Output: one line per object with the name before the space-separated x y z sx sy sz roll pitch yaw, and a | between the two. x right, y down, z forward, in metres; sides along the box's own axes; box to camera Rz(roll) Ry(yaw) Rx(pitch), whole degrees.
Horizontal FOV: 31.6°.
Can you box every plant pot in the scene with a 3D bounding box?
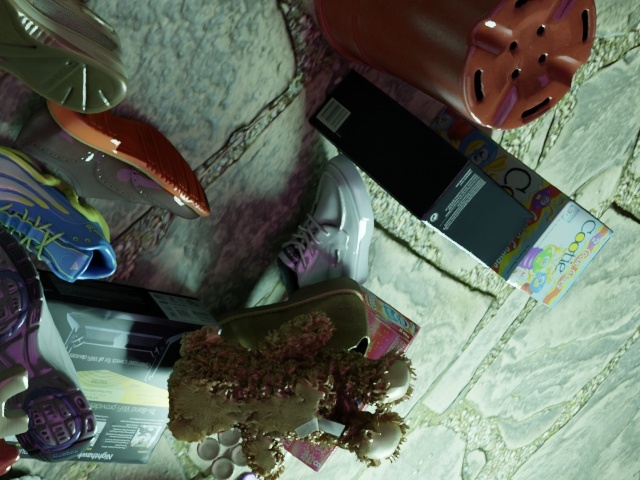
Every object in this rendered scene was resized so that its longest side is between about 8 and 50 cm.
plant pot | 0.175 -0.281 1.387 0.272 0.265 0.272 -21 134 -24

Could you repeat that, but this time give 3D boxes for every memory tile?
memory tile | -0.147 0.277 1.693 0.113 0.012 0.148 -35 96 -2

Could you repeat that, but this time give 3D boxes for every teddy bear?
teddy bear | -0.036 0.208 1.532 0.338 0.113 0.245 -8 114 2

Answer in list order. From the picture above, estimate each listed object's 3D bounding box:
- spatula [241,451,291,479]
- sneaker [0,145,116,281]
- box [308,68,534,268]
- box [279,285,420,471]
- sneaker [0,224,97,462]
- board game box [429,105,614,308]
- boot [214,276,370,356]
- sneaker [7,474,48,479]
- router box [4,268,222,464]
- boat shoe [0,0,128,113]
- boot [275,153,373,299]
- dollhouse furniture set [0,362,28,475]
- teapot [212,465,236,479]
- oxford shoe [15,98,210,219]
spatula | -0.060 0.356 1.887 0.084 0.030 0.296 26 104 -48
sneaker | -0.318 -0.025 1.300 0.091 0.126 0.240 -52 139 7
box | 0.132 -0.096 1.502 0.103 0.261 0.184 -49 139 5
box | 0.030 0.211 1.740 0.257 0.122 0.128 -56 173 12
sneaker | -0.350 0.109 1.290 0.111 0.129 0.297 -20 107 -10
board game box | 0.256 -0.051 1.629 0.142 0.275 0.144 27 103 -47
boot | -0.074 0.159 1.608 0.305 0.115 0.112 -22 147 8
sneaker | -0.386 0.432 1.619 0.107 0.118 0.279 -41 139 -6
router box | -0.315 0.174 1.497 0.309 0.081 0.243 15 111 -44
boat shoe | -0.319 -0.240 1.155 0.109 0.098 0.302 -27 142 29
boot | 0.000 0.000 1.596 0.123 0.095 0.258 -26 140 -20
dollhouse furniture set | -0.441 0.127 1.143 0.152 0.374 0.201 -17 130 -33
teapot | -0.188 0.500 1.787 0.256 0.187 0.252 -22 144 -46
oxford shoe | -0.241 -0.089 1.354 0.098 0.097 0.271 -37 134 18
